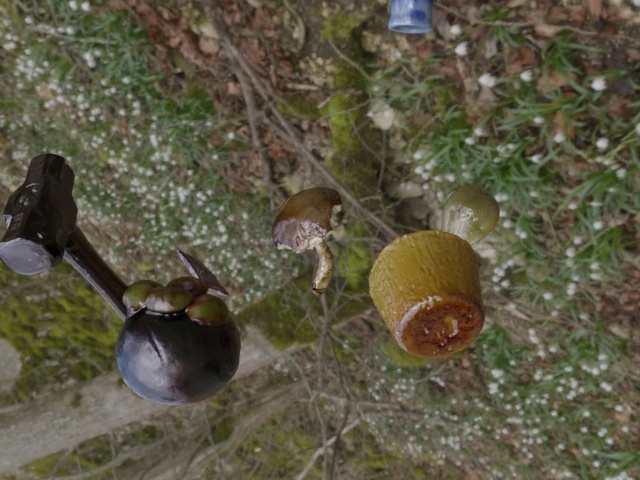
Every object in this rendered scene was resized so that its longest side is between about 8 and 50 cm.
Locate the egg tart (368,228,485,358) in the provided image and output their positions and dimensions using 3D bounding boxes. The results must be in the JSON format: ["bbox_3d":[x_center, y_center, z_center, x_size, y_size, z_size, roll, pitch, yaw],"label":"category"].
[{"bbox_3d":[0.190,0.099,1.019,0.147,0.203,0.202,-103,3,-52],"label":"egg tart"}]

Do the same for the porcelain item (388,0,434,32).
[{"bbox_3d":[0.183,-0.540,1.171,0.141,0.141,0.259,-140,51,-72],"label":"porcelain item"}]

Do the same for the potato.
[{"bbox_3d":[0.424,-0.062,1.768,0.194,0.157,0.157,-59,33,23],"label":"potato"}]

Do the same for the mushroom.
[{"bbox_3d":[-0.027,-0.021,1.778,0.208,0.233,0.301,34,158,21],"label":"mushroom"}]

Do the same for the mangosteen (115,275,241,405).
[{"bbox_3d":[-0.224,0.162,0.969,0.210,0.210,0.209,163,90,-80],"label":"mangosteen"}]

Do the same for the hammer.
[{"bbox_3d":[-0.431,0.049,1.169,0.242,0.095,0.408,-103,-13,-49],"label":"hammer"}]

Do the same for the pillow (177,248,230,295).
[{"bbox_3d":[-0.356,0.100,1.818,0.185,0.043,0.118,42,-175,36],"label":"pillow"}]
